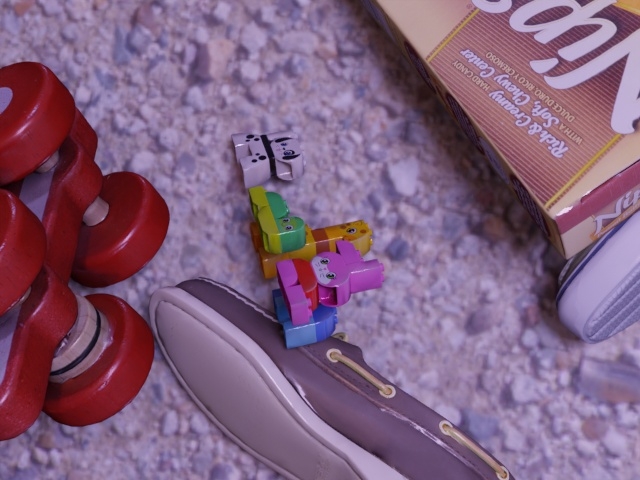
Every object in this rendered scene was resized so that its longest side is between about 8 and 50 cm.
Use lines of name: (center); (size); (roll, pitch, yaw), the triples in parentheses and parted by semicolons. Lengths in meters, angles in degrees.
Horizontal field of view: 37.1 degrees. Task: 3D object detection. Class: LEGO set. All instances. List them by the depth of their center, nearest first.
LEGO set: (0.000, 0.000, 0.739); (0.093, 0.087, 0.227); (-12, 39, -9)

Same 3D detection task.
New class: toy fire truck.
toy fire truck: (-0.269, 0.025, 0.720); (0.253, 0.169, 0.302); (-16, 48, 19)

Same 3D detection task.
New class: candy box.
candy box: (0.157, -0.166, 0.695); (0.183, 0.087, 0.316); (-35, 63, 5)

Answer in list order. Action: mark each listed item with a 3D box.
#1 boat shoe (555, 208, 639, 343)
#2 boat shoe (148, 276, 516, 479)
boat shoe: (0.273, -0.056, 0.720); (0.302, 0.109, 0.094); (-48, 56, -1)
boat shoe: (0.005, 0.129, 0.738); (0.324, 0.117, 0.096); (36, 50, 20)
